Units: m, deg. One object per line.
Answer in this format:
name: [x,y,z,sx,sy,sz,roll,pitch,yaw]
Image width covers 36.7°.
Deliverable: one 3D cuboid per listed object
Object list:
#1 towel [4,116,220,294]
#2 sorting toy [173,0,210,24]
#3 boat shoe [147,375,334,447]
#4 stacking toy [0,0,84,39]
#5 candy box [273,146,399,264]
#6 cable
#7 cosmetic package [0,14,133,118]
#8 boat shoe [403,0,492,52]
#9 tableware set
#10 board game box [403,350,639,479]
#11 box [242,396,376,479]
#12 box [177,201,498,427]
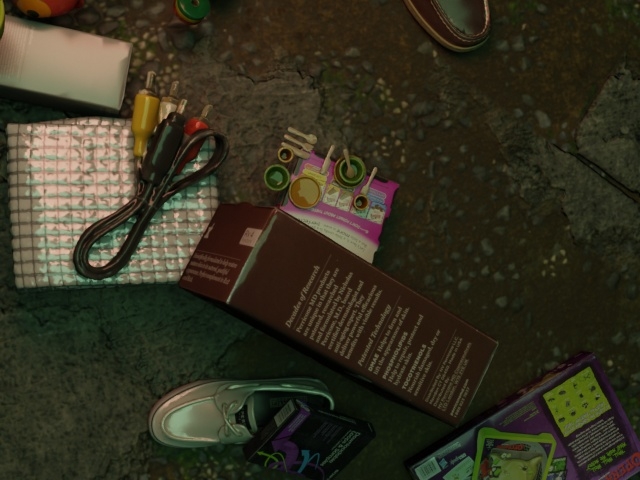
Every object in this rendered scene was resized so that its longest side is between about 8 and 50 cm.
towel: [-0.282,-0.047,1.329,0.284,0.121,0.235,-3,82,-18]
sorting toy: [-0.156,-0.428,1.384,0.132,0.046,0.274,43,59,-12]
boat shoe: [-0.111,0.248,1.378,0.268,0.088,0.096,-2,90,-13]
stacking toy: [-0.466,-0.318,1.192,0.309,0.130,0.279,23,63,3]
candy box: [0.000,0.000,1.416,0.159,0.071,0.233,21,84,-12]
cable: [-0.222,-0.071,1.274,0.139,0.072,0.287,27,85,-29]
cosmetic package: [-0.379,-0.237,1.306,0.238,0.127,0.107,13,86,-10]
boat shoe: [0.172,-0.448,1.433,0.123,0.123,0.342,-22,94,-12]
tableware set: [0.002,-0.089,1.368,0.154,0.024,0.104,25,84,-11]
board game box: [0.324,0.346,1.498,0.347,0.056,0.208,-29,91,-11]
box: [-0.013,0.287,1.373,0.162,0.029,0.116,24,116,-38]
box: [0.025,0.097,1.272,0.381,0.191,0.143,33,80,-24]
